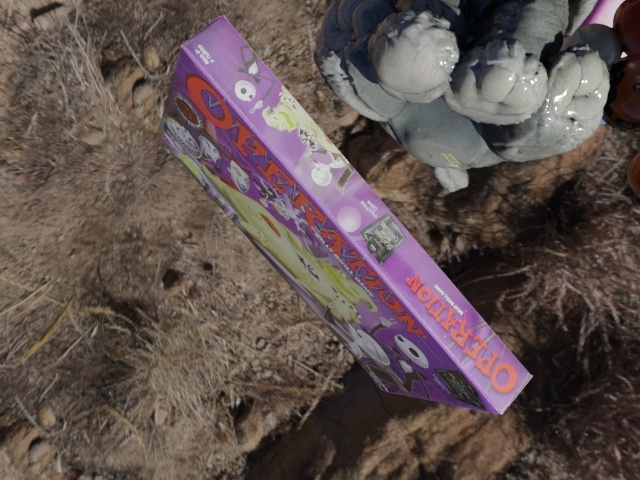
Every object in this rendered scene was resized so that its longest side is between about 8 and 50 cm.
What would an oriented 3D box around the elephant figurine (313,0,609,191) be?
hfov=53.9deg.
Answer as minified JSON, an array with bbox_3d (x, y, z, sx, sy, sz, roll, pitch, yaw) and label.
[{"bbox_3d":[0.110,-0.173,0.374,0.169,0.186,0.240,23,80,-28],"label":"elephant figurine"}]

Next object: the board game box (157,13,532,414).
[{"bbox_3d":[0.000,0.000,0.538,0.056,0.208,0.347,-44,97,-24],"label":"board game box"}]

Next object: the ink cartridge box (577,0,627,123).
[{"bbox_3d":[0.432,-0.278,0.662,0.324,0.071,0.330,-6,120,10],"label":"ink cartridge box"}]

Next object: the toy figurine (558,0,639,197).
[{"bbox_3d":[0.251,-0.144,0.466,0.148,0.213,0.210,-25,62,23],"label":"toy figurine"}]
